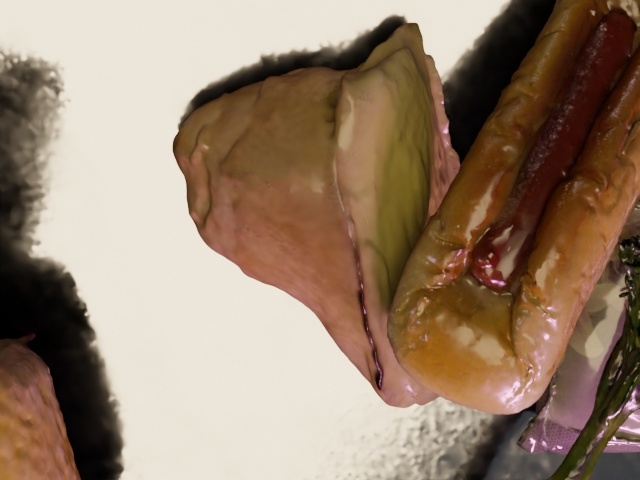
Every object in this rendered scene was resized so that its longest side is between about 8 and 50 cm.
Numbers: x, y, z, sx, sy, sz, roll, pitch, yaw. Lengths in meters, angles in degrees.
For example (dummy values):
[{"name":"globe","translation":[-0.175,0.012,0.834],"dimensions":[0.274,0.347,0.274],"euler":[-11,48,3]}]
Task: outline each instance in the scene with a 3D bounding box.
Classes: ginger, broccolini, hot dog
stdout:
[{"name":"ginger","translation":[0.003,0.003,0.797],"dimensions":[0.123,0.115,0.193],"euler":[-6,111,20]},{"name":"broccolini","translation":[0.131,0.109,0.803],"dimensions":[0.057,0.071,0.254],"euler":[10,116,-45]},{"name":"hot dog","translation":[0.112,-0.036,0.752],"dimensions":[0.084,0.073,0.242],"euler":[27,74,16]}]

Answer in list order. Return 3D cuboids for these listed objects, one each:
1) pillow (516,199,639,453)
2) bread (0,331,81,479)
[{"name":"pillow","translation":[0.234,0.043,0.828],"dimensions":[0.255,0.059,0.169],"euler":[5,102,-2]},{"name":"bread","translation":[-0.202,0.140,0.769],"dimensions":[0.197,0.197,0.170],"euler":[-9,90,-1]}]
